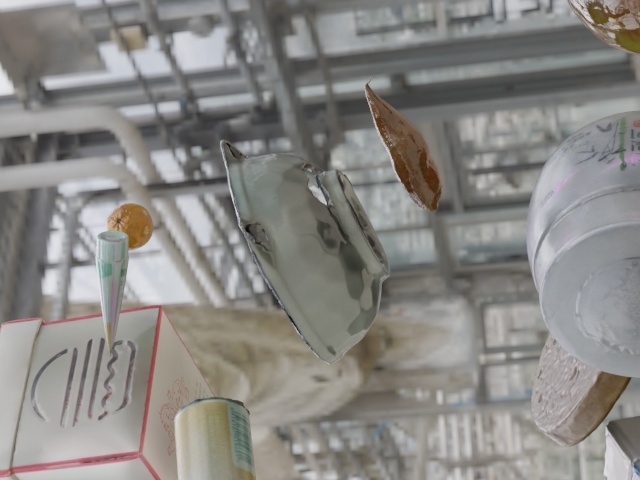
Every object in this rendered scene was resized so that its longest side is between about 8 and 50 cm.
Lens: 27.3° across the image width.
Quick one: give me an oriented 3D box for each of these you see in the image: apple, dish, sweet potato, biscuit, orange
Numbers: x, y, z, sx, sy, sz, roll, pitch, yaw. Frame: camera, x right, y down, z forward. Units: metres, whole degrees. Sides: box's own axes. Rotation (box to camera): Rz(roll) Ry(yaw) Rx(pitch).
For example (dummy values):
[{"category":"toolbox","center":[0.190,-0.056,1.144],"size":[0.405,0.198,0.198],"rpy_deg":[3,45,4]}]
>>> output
[{"category":"apple","center":[0.361,-0.291,1.417],"size":[0.174,0.188,0.188],"rpy_deg":[25,-128,-35]},{"category":"dish","center":[0.000,0.000,1.595],"size":[0.303,0.120,0.303],"rpy_deg":[62,-172,-15]},{"category":"sweet potato","center":[0.101,-0.115,1.594],"size":[0.195,0.056,0.056],"rpy_deg":[60,-160,-22]},{"category":"biscuit","center":[0.455,0.130,2.096],"size":[0.350,0.070,0.394],"rpy_deg":[-86,21,-67]},{"category":"orange","center":[-0.327,-0.023,2.263],"size":[0.070,0.083,0.083],"rpy_deg":[44,-138,-71]}]

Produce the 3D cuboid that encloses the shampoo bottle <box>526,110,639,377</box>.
[{"category":"shampoo bottle","center":[0.380,0.000,1.560],"size":[0.266,0.273,0.273],"rpy_deg":[-72,-25,-52]}]

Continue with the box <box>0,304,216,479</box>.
[{"category":"box","center":[-0.365,0.326,2.204],"size":[0.312,0.300,0.314],"rpy_deg":[68,-162,-46]}]

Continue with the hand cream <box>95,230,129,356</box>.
[{"category":"hand cream","center":[-0.303,0.075,1.917],"size":[0.076,0.047,0.174],"rpy_deg":[-106,19,-67]}]

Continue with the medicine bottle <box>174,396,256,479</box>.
[{"category":"medicine bottle","center":[-0.102,0.373,1.434],"size":[0.108,0.108,0.426],"rpy_deg":[72,-173,-49]}]

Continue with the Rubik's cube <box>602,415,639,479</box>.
[{"category":"Rubik's cube","center":[0.649,0.480,2.033],"size":[0.347,0.344,0.347],"rpy_deg":[-115,20,-61]}]
